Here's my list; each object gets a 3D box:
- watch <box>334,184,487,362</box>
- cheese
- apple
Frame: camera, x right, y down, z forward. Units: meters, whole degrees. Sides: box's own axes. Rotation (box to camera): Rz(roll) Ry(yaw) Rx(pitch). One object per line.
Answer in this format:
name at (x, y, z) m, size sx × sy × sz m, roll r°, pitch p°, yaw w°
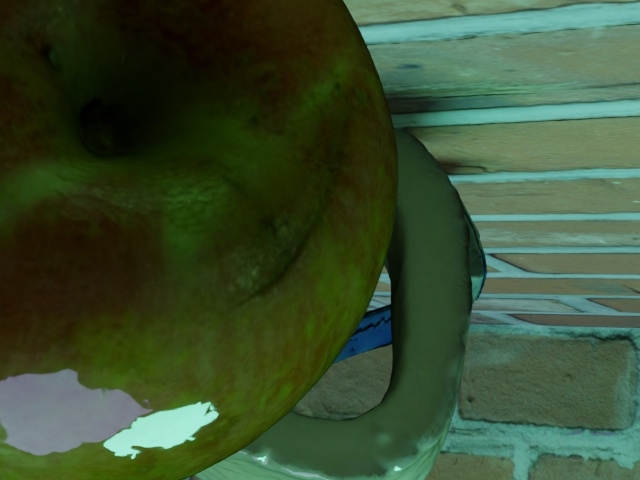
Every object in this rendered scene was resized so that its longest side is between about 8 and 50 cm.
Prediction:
watch at (0.001, -0.011, 1.375) m, size 0.275 × 0.276 × 0.068 m, roll -17°, pitch 149°, yaw -20°
cheese at (-0.024, 0.063, 1.180) m, size 0.292 × 0.332 × 0.153 m, roll -5°, pitch 153°, yaw -3°
apple at (-0.131, -0.028, 0.776) m, size 0.340 × 0.339 × 0.339 m, roll 5°, pitch 171°, yaw 1°
